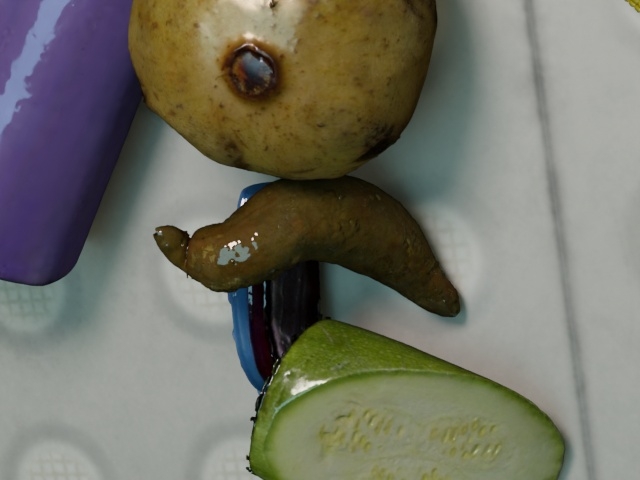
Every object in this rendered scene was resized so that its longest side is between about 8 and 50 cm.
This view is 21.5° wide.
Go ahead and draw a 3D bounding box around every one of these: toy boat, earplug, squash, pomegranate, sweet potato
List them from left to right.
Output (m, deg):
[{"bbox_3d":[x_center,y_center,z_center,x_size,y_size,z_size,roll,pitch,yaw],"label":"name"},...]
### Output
[{"bbox_3d":[-0.256,-0.194,1.651,0.215,0.215,0.456,33,112,13],"label":"earplug"},{"bbox_3d":[-0.056,0.053,1.687,0.097,0.100,0.223,15,111,48],"label":"toy boat"},{"bbox_3d":[-0.034,-0.190,1.521,0.281,0.281,0.281,6,106,22],"label":"pomegranate"},{"bbox_3d":[-0.001,-0.003,1.586,0.310,0.098,0.124,6,113,-21],"label":"sweet potato"},{"bbox_3d":[0.083,0.197,1.610,0.260,0.189,0.189,25,113,20],"label":"squash"}]

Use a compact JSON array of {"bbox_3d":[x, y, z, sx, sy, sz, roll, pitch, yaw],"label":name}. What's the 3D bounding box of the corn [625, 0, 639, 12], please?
[{"bbox_3d":[0.262,-0.267,1.465,0.248,0.081,0.081,45,117,7],"label":"corn"}]
